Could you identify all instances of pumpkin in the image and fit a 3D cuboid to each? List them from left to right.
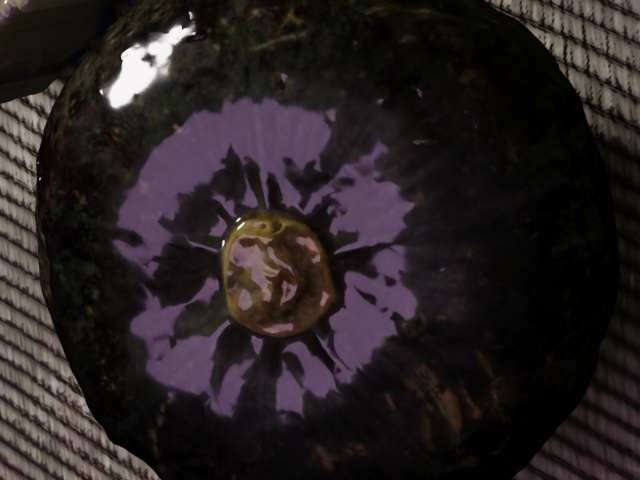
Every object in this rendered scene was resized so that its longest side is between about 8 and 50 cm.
[{"bbox_3d":[0.000,0.000,1.426,0.454,0.344,0.454,2,99,14],"label":"pumpkin"}]

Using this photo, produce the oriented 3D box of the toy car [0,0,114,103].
[{"bbox_3d":[-0.332,-0.296,1.644,0.226,0.242,0.336,-38,80,36],"label":"toy car"}]
